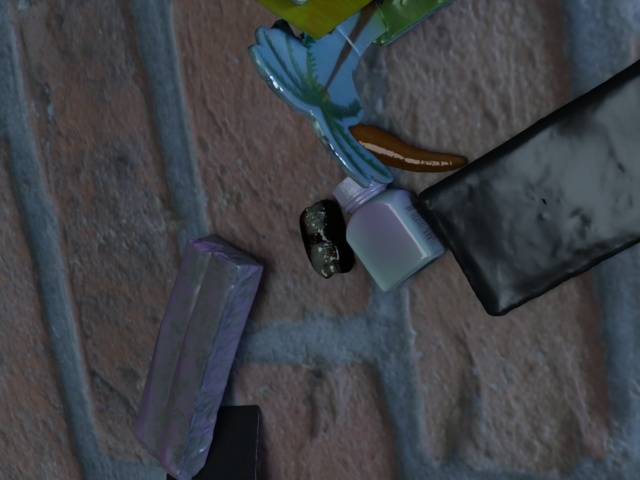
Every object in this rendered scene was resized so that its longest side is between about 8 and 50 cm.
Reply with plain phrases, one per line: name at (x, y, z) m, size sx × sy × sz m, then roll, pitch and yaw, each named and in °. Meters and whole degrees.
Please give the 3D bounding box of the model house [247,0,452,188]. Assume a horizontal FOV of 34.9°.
model house at (0.066, -0.248, 0.812) m, size 0.300 × 0.323 × 0.340 m, roll -29°, pitch 86°, yaw 35°

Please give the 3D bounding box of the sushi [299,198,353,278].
sushi at (0.000, 0.000, 1.084) m, size 0.046 × 0.044 × 0.083 m, roll -13°, pitch 93°, yaw 33°

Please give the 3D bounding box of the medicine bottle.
medicine bottle at (0.066, -0.016, 1.032) m, size 0.074 × 0.055 × 0.118 m, roll -42°, pitch 80°, yaw 36°

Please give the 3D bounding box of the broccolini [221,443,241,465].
broccolini at (-0.145, 0.344, 1.268) m, size 0.054 × 0.051 × 0.239 m, roll 18°, pitch 112°, yaw -20°

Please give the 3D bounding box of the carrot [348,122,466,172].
carrot at (0.077, -0.089, 1.022) m, size 0.142 × 0.035 × 0.035 m, roll 19°, pitch 111°, yaw 21°

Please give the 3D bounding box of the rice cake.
rice cake at (-0.148, 0.136, 1.192) m, size 0.106 × 0.050 × 0.298 m, roll 35°, pitch 117°, yaw 38°

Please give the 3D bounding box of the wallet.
wallet at (0.234, -0.047, 0.935) m, size 0.285 × 0.030 × 0.146 m, roll -33°, pitch 81°, yaw 33°

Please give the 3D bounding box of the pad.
pad at (-0.133, 0.304, 1.213) m, size 0.143 × 0.003 × 0.211 m, roll -8°, pitch 71°, yaw 33°
